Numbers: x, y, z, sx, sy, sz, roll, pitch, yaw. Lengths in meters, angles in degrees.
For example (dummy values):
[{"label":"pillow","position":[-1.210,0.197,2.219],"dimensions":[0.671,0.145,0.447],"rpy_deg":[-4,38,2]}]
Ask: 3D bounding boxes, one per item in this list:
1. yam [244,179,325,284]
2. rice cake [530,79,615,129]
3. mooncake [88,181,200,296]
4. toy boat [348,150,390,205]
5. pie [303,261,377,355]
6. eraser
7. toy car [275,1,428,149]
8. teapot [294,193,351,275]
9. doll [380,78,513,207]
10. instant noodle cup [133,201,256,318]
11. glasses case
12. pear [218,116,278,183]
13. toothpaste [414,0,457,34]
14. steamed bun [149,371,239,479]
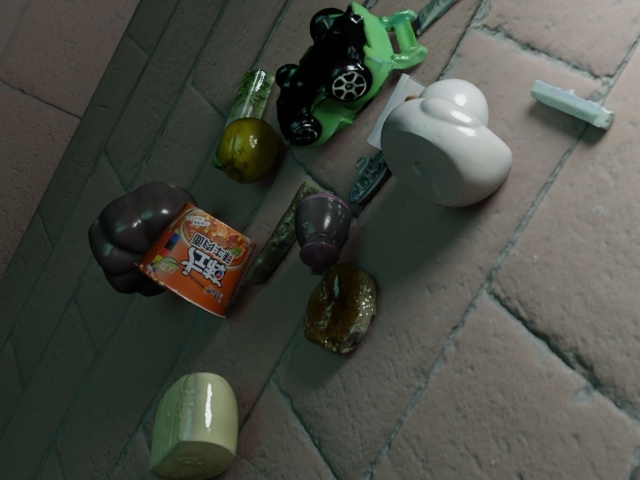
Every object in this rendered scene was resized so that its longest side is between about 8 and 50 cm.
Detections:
[{"label":"yam","position":[-0.080,-0.012,1.930],"dimensions":[0.274,0.061,0.061],"rpy_deg":[-56,35,18]},{"label":"rice cake","position":[0.404,-0.222,1.397],"dimensions":[0.042,0.030,0.180],"rpy_deg":[-65,33,13]},{"label":"mooncake","position":[-0.430,0.004,2.215],"dimensions":[0.306,0.306,0.154],"rpy_deg":[-54,40,19]},{"label":"toy boat","position":[0.096,-0.135,1.750],"dimensions":[0.140,0.066,0.059],"rpy_deg":[-50,33,22]},{"label":"pie","position":[0.039,0.129,1.690],"dimensions":[0.195,0.046,0.195],"rpy_deg":[-32,44,38]},{"label":"eraser","position":[0.162,-0.236,1.683],"dimensions":[0.023,0.104,0.150],"rpy_deg":[40,104,48]},{"label":"toy car","position":[0.045,-0.348,1.862],"dimensions":[0.359,0.176,0.213],"rpy_deg":[-49,39,36]},{"label":"teapot","position":[-0.007,-0.005,1.756],"dimensions":[0.148,0.116,0.146],"rpy_deg":[-44,28,40]},{"label":"doll","position":[0.230,-0.182,1.513],"dimensions":[0.251,0.221,0.221],"rpy_deg":[32,98,34]},{"label":"instant noodle cup","position":[-0.283,0.039,2.036],"dimensions":[0.192,0.250,0.250],"rpy_deg":[-60,33,-4]},{"label":"glasses case","position":[-0.200,-0.311,2.278],"dimensions":[0.095,0.062,0.272],"rpy_deg":[9,77,62]},{"label":"pear","position":[-0.176,-0.221,2.113],"dimensions":[0.149,0.149,0.162],"rpy_deg":[-10,58,52]},{"label":"toothpaste","position":[0.263,-0.498,1.760],"dimensions":[0.216,0.037,0.062],"rpy_deg":[-36,43,44]},{"label":"steamed bun","position":[-0.259,0.398,1.850],"dimensions":[0.250,0.154,0.200],"rpy_deg":[-42,37,43]}]
